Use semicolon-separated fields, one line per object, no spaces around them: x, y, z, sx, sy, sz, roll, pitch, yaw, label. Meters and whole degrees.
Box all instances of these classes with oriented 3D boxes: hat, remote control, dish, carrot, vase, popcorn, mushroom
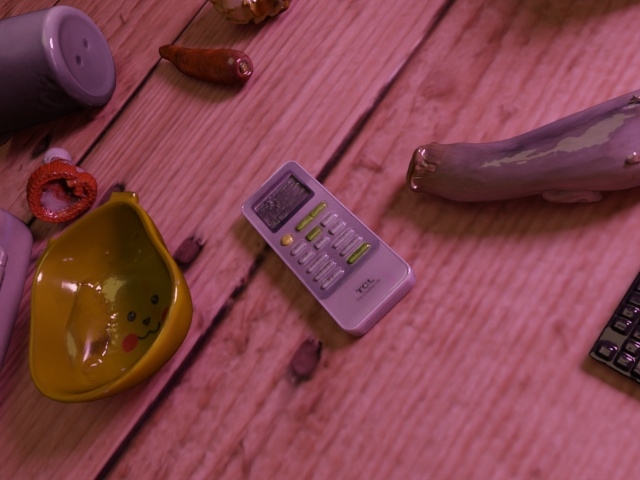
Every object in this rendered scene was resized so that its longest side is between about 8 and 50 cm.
-0.443;-0.107;0.901;0.112;0.093;0.162;-32;35;-3;hat
0.000;0.000;0.633;0.103;0.034;0.250;-43;53;0;remote control
-0.253;0.080;0.674;0.221;0.108;0.262;-34;56;7;dish
-0.200;-0.300;0.886;0.248;0.059;0.059;24;77;38;carrot
-0.549;-0.309;0.980;0.291;0.245;0.245;-9;60;13;vase
-0.122;-0.430;0.866;0.141;0.135;0.162;-24;57;7;popcorn
0.221;-0.085;0.530;0.278;0.099;0.096;-9;55;27;mushroom

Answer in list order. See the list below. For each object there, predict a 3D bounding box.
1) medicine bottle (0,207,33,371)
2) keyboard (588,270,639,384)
-0.592;0.130;0.811;0.282;0.123;0.375;-13;60;19;medicine bottle
0.356;-0.003;0.461;0.101;0.018;0.309;31;81;35;keyboard
